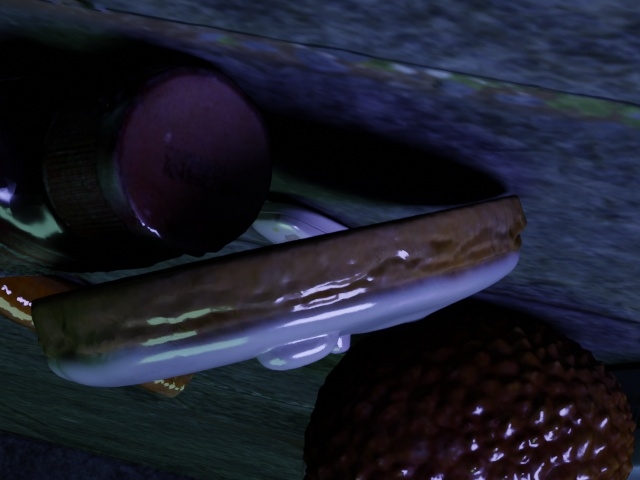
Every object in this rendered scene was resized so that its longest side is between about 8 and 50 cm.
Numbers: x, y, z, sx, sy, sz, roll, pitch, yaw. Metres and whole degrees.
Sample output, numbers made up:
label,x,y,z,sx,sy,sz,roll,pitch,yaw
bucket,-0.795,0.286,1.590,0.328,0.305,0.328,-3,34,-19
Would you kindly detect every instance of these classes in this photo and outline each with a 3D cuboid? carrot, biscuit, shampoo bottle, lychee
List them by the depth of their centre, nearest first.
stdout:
label,x,y,z,sx,sy,sz,roll,pitch,yaw
biscuit,-0.013,0.023,0.680,0.208,0.049,0.181,-11,-179,-17
shampoo bottle,-0.145,-0.026,0.745,0.129,0.084,0.323,19,166,-34
lychee,0.080,0.125,0.926,0.194,0.194,0.194,14,167,3
carrot,-0.185,0.053,1.200,0.210,0.061,0.061,26,163,-29

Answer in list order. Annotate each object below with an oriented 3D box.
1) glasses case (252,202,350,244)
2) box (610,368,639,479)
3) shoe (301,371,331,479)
label,x,y,z,sx,sy,sz,roll,pitch,yaw
glasses case,0.000,0.000,0.827,0.032,0.021,0.083,4,164,46
box,0.294,0.138,0.997,0.243,0.067,0.155,19,165,-21
shoe,0.145,0.174,1.150,0.342,0.132,0.210,22,-170,-8
